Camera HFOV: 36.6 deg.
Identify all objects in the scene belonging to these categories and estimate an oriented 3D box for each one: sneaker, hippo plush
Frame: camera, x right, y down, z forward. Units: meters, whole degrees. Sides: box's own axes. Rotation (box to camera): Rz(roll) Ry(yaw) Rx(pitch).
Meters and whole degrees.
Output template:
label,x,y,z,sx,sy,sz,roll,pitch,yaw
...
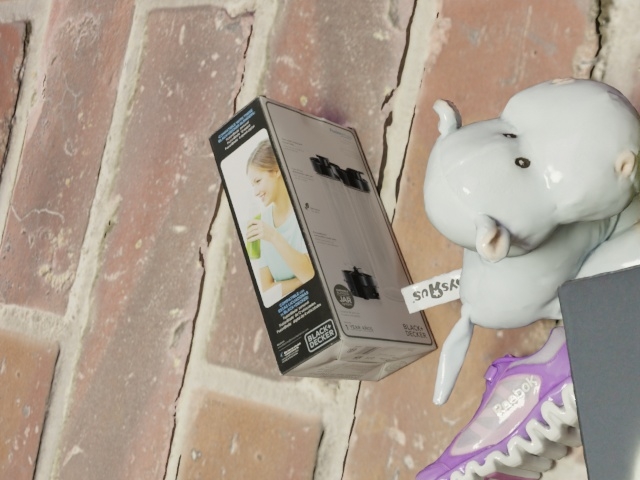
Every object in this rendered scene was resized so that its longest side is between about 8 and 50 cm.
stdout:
label,x,y,z,sx,sy,sz,roll,pitch,yaw
sneaker,0.181,0.166,0.913,0.236,0.095,0.104,-41,52,19
hippo plush,0.167,-0.048,0.829,0.294,0.236,0.234,-24,53,14

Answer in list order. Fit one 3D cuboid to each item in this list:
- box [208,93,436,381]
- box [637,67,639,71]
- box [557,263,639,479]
label,x,y,z,sx,sy,sz,roll,pitch,yaw
box,0.000,0.000,1.038,0.087,0.169,0.290,-34,63,31
box,0.418,-0.144,0.656,0.279,0.290,0.177,-54,54,17
box,0.325,0.194,0.643,0.179,0.312,0.343,-17,71,35
